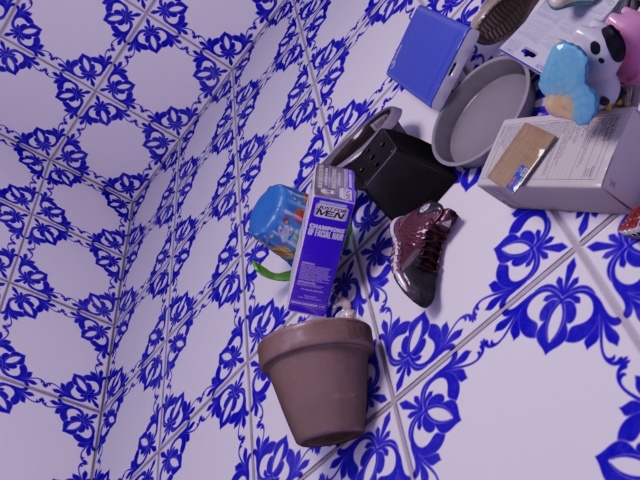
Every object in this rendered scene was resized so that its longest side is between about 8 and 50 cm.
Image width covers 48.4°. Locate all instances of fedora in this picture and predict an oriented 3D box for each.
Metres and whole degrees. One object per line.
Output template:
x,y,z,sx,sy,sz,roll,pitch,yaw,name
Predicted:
0.134,-0.227,1.894,0.275,0.124,0.244,-45,15,-4,fedora

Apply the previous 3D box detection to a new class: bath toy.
0.533,-0.318,1.234,0.129,0.348,0.151,45,151,28,bath toy

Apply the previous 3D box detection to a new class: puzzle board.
0.377,-0.154,1.338,0.128,0.011,0.096,-57,29,11,puzzle board

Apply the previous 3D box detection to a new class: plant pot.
0.188,-0.164,1.736,0.188,0.167,0.187,-49,30,19,plant pot
0.007,0.318,1.548,0.263,0.263,0.229,-36,55,39,plant pot

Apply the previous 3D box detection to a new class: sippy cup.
-0.070,-0.040,1.990,0.240,0.224,0.305,-6,60,58,sippy cup

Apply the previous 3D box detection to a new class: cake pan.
0.380,-0.290,1.652,0.293,0.054,0.293,-40,34,35,cake pan

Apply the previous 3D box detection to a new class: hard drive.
0.283,-0.483,1.857,0.210,0.040,0.318,-64,25,19,hard drive

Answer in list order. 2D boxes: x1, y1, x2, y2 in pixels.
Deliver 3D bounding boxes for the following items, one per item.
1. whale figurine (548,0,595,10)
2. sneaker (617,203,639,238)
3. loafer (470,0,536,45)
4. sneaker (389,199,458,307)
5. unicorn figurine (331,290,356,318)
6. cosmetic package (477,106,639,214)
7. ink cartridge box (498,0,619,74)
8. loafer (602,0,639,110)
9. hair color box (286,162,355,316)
0.501,-0.585,1.558,0.141,0.216,0.272,84,172,-59,whale figurine
0.544,-0.017,1.090,0.088,0.092,0.225,-44,9,-7,sneaker
0.469,-0.593,1.750,0.268,0.102,0.092,-46,29,9,loafer
0.238,0.005,1.564,0.162,0.106,0.281,-41,33,28,sneaker
0.051,0.190,1.751,0.111,0.060,0.162,-57,21,-11,unicorn figurine
0.456,-0.145,1.328,0.309,0.113,0.160,12,75,61,cosmetic package
0.525,-0.459,1.554,0.224,0.045,0.223,-45,31,13,ink cartridge box
0.580,-0.353,1.374,0.096,0.084,0.267,103,-170,-71,loafer
0.000,0.000,1.790,0.185,0.110,0.338,-87,8,-59,hair color box
